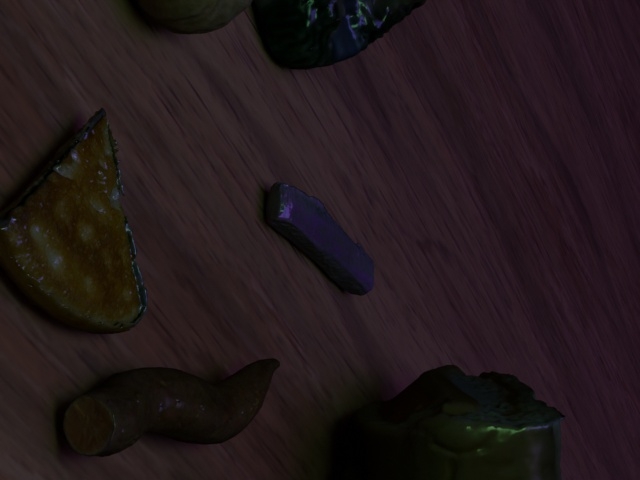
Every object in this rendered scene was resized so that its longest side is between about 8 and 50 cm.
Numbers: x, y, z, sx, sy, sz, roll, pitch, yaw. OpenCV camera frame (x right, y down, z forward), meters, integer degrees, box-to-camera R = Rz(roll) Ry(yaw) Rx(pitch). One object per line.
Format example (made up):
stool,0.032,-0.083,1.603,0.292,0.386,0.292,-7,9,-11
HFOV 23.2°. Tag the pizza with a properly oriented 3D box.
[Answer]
pizza,-0.191,-0.023,1.174,0.185,0.036,0.176,25,60,-58

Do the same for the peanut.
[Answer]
peanut,-0.100,-0.245,1.322,0.140,0.109,0.159,59,34,-40

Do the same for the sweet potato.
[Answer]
sweet potato,-0.113,0.136,1.272,0.281,0.059,0.067,7,66,-64

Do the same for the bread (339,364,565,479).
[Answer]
bread,0.125,0.304,1.562,0.300,0.210,0.341,-107,-166,-80

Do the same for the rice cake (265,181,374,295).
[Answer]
rice cake,0.000,0.000,1.560,0.207,0.036,0.047,44,36,-53

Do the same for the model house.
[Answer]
model house,0.092,-0.327,1.558,0.298,0.284,0.243,-40,115,-60
